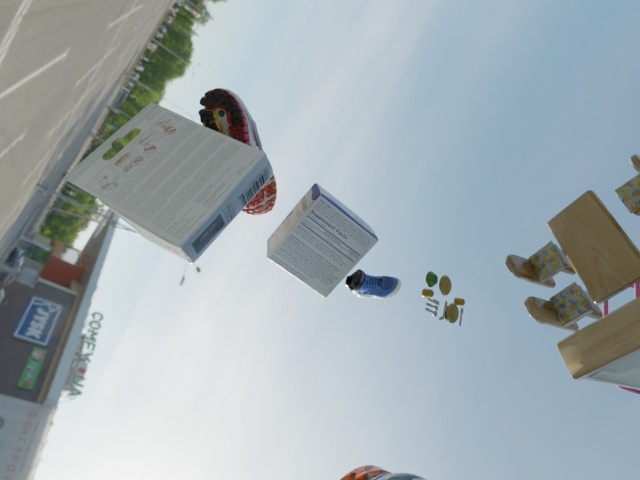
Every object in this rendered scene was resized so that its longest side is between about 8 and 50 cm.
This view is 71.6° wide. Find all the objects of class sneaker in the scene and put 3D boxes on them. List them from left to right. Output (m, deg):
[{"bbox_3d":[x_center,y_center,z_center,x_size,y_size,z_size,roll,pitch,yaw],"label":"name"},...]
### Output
[{"bbox_3d":[-0.126,-0.150,0.758,0.088,0.225,0.092,-11,-157,9],"label":"sneaker"},{"bbox_3d":[0.127,0.109,1.137,0.152,0.085,0.058,-12,-129,50],"label":"sneaker"}]

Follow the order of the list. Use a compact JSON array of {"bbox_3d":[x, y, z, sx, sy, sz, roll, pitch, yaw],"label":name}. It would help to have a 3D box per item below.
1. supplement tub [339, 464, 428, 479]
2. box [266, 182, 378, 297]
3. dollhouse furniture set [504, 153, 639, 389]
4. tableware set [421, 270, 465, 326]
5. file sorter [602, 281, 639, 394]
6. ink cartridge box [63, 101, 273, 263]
[{"bbox_3d":[0.150,0.431,0.537,0.338,0.207,0.207,5,-113,55],"label":"supplement tub"},{"bbox_3d":[0.000,0.000,0.735,0.137,0.126,0.072,-48,-161,13],"label":"box"},{"bbox_3d":[0.340,0.040,0.531,0.212,0.161,0.241,-51,-147,38],"label":"dollhouse furniture set"},{"bbox_3d":[0.287,0.135,1.037,0.024,0.154,0.103,-5,-114,50],"label":"tableware set"},{"bbox_3d":[0.568,0.117,0.607,0.290,0.183,0.201,110,-5,-65],"label":"file sorter"},{"bbox_3d":[-0.217,-0.093,0.649,0.233,0.066,0.189,25,-117,24],"label":"ink cartridge box"}]
